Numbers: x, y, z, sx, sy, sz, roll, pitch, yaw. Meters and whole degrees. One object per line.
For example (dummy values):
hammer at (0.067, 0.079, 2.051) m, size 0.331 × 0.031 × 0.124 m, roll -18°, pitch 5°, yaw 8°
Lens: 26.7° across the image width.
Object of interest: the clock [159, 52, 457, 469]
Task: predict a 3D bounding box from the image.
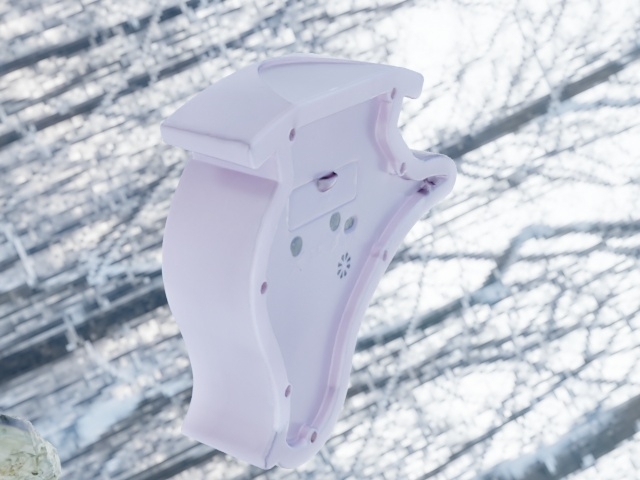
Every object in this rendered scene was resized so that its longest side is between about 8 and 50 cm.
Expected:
clock at (0.000, 0.000, 0.978) m, size 0.080 × 0.290 × 0.275 m, roll 16°, pitch -62°, yaw 29°

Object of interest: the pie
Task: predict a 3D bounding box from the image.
pie at (-0.430, 0.223, 1.358) m, size 0.339 × 0.339 × 0.077 m, roll 117°, pitch -29°, yaw -72°
